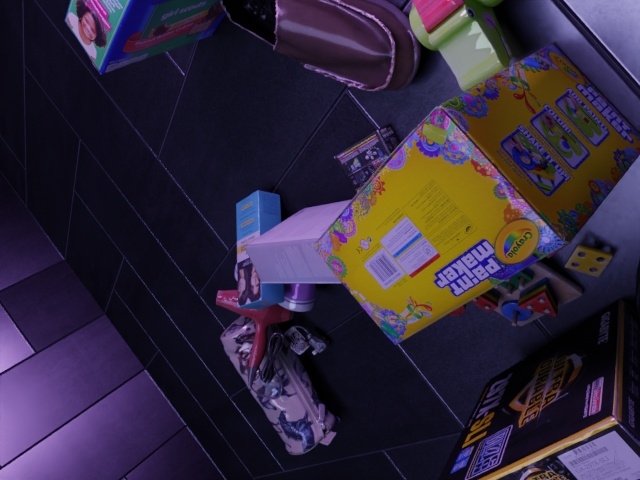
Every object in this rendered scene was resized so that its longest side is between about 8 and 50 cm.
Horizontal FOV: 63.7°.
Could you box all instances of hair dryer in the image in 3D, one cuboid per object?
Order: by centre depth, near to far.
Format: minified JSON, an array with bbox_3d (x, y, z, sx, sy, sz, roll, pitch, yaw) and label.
[{"bbox_3d":[-0.141,0.224,1.247,0.293,0.224,0.080,49,173,0],"label":"hair dryer"}]

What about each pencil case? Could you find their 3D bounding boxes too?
[{"bbox_3d":[-0.110,0.364,1.377,0.184,0.160,0.410,-24,99,40],"label":"pencil case"}]

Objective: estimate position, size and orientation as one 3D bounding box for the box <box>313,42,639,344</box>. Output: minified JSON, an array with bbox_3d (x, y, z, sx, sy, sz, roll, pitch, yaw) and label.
[{"bbox_3d":[0.191,-0.055,0.654,0.177,0.279,0.290,50,142,7],"label":"box"}]

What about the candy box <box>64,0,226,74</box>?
[{"bbox_3d":[-0.243,-0.439,0.845,0.122,0.268,0.317,55,143,-6],"label":"candy box"}]

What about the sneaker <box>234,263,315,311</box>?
[{"bbox_3d":[-0.104,0.048,1.214,0.282,0.102,0.160,17,109,45],"label":"sneaker"}]

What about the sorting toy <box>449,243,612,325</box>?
[{"bbox_3d":[0.303,0.080,0.786,0.132,0.046,0.274,32,141,-6],"label":"sorting toy"}]

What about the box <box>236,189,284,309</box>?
[{"bbox_3d":[-0.135,0.023,1.131,0.101,0.060,0.244,-23,64,48],"label":"box"}]

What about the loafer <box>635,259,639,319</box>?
[{"bbox_3d":[0.428,0.025,0.623,0.076,0.078,0.223,23,132,36],"label":"loafer"}]

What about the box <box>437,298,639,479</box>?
[{"bbox_3d":[0.295,0.224,0.660,0.079,0.322,0.257,48,123,10],"label":"box"}]

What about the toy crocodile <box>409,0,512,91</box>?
[{"bbox_3d":[0.136,-0.346,0.618,0.115,0.105,0.340,-18,90,51],"label":"toy crocodile"}]

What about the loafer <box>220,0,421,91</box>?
[{"bbox_3d":[-0.016,-0.319,0.802,0.366,0.130,0.133,32,136,27],"label":"loafer"}]

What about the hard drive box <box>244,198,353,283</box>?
[{"bbox_3d":[0.000,0.000,0.979,0.232,0.181,0.089,-4,114,49],"label":"hard drive box"}]

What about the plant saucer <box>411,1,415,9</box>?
[{"bbox_3d":[0.158,-0.318,0.712,0.084,0.015,0.083,27,133,32],"label":"plant saucer"}]

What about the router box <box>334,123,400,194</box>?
[{"bbox_3d":[0.092,-0.134,0.897,0.123,0.038,0.092,-23,100,51],"label":"router box"}]
